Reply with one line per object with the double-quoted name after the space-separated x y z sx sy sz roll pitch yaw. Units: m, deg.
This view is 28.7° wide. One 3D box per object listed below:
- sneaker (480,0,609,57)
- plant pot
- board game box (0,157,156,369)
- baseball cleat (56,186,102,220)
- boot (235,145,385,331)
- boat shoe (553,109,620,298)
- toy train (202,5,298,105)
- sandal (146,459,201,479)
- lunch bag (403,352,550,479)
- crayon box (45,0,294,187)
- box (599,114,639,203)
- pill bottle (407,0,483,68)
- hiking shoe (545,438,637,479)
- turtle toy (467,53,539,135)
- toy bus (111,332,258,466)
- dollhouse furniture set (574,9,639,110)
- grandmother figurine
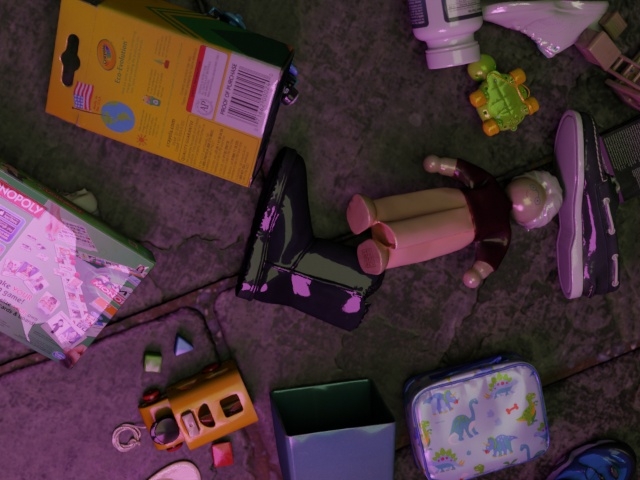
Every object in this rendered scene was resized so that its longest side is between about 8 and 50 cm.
0.338 -0.327 1.916 0.212 0.080 0.094 0 110 -12 "sneaker"
0.020 0.359 1.914 0.165 0.165 0.234 -5 107 -10 "plant pot"
-0.424 0.026 1.779 0.317 0.046 0.213 35 101 -28 "board game box"
-0.419 -0.007 1.819 0.205 0.072 0.110 -16 103 -6 "baseball cleat"
0.000 0.000 1.887 0.207 0.094 0.247 15 96 -13 "boot"
0.420 -0.058 1.953 0.091 0.114 0.303 -6 111 -7 "boat shoe"
-0.111 -0.260 1.821 0.184 0.105 0.080 39 81 -14 "toy train"
-0.273 0.440 1.909 0.240 0.079 0.088 -40 103 -3 "sandal"
0.246 0.276 1.976 0.218 0.090 0.176 -15 102 -8 "lunch bag"
-0.214 -0.223 1.752 0.318 0.081 0.202 20 125 2 "crayon box"
0.508 -0.136 1.995 0.162 0.029 0.116 -24 103 -5 "box"
0.184 -0.351 1.862 0.107 0.108 0.180 -12 101 -9 "pill bottle"
0.393 0.436 2.005 0.304 0.132 0.113 -35 103 -4 "hiking shoe"
0.269 -0.226 1.917 0.095 0.066 0.130 -28 102 -5 "turtle toy"
-0.193 0.262 1.884 0.190 0.104 0.202 21 94 -13 "toy bus"
0.510 -0.310 1.905 0.182 0.101 0.161 -50 125 0 "dollhouse furniture set"
0.217 -0.033 1.885 0.342 0.104 0.208 -15 97 -23 "grandmother figurine"
